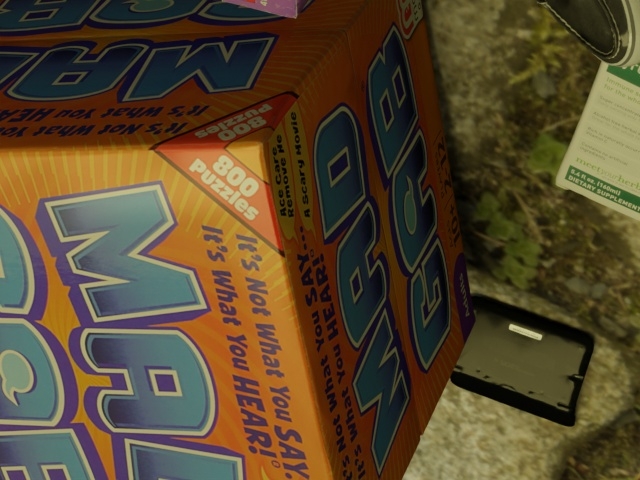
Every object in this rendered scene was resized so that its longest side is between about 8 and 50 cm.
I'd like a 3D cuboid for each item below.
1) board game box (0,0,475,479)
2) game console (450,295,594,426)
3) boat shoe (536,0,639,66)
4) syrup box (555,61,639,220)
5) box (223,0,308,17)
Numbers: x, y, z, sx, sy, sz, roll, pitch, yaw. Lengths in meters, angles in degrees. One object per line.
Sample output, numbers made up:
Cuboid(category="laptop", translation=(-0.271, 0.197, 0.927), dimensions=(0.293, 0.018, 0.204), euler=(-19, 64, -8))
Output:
Cuboid(category="board game box", translation=(-0.115, 0.003, 1.530), dimensions=(0.357, 0.356, 0.356), euler=(0, 120, 21))
Cuboid(category="game console", translation=(0.181, 0.110, 1.775), dimensions=(0.122, 0.071, 0.107), euler=(19, 106, 13))
Cuboid(category="boat shoe", translation=(0.146, -0.211, 1.375), dimensions=(0.228, 0.076, 0.080), euler=(61, 152, 12))
Cuboid(category="syrup box", translation=(0.258, -0.130, 1.445), dimensions=(0.093, 0.096, 0.237), euler=(25, 138, 9))
Cuboid(category="box", translation=(0.015, -0.308, 1.273), dimensions=(0.057, 0.293, 0.201), euler=(15, 135, 15))
